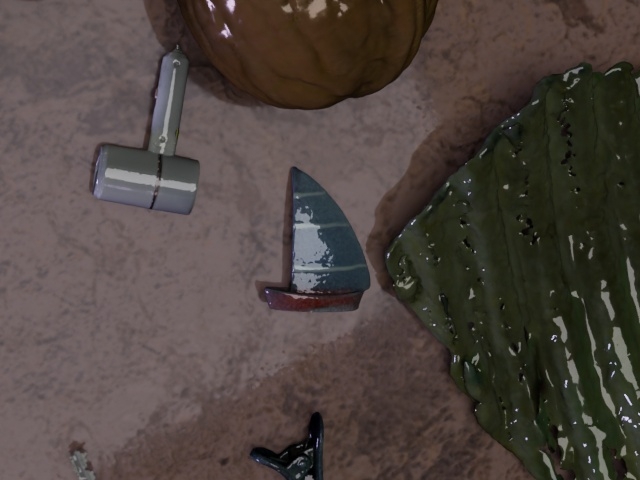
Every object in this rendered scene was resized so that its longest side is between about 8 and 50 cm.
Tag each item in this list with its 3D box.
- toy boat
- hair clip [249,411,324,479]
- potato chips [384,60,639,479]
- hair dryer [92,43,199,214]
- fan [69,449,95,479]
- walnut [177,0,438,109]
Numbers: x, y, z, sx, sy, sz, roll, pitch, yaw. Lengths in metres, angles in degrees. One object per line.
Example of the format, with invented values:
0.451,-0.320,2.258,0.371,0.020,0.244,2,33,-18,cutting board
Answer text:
0.000,-0.001,1.171,0.096,0.034,0.122,2,94,-19,toy boat
0.020,0.262,1.206,0.070,0.039,0.229,-30,106,-8,hair clip
0.273,0.028,1.205,0.373,0.097,0.389,-43,104,-7,potato chips
-0.135,-0.094,1.127,0.082,0.047,0.137,11,88,-13,hair dryer
-0.148,0.323,1.182,0.191,0.009,0.329,-25,103,-8,fan
-0.009,-0.211,1.061,0.228,0.228,0.228,-1,96,-13,walnut
